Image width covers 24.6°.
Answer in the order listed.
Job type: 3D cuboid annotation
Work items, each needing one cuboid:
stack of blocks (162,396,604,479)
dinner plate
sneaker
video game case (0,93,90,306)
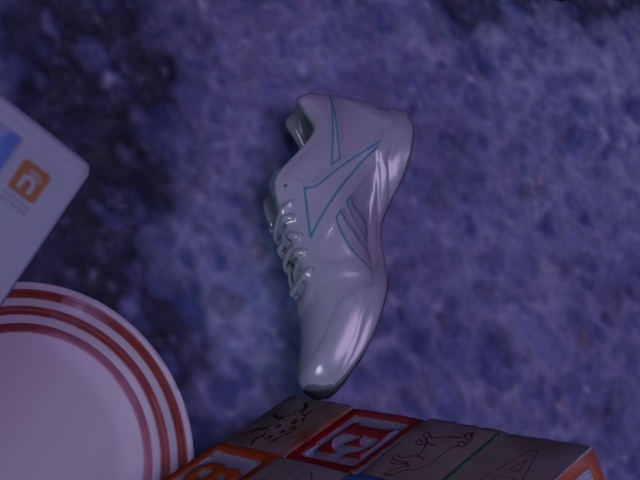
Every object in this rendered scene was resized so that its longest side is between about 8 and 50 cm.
[{"bbox_3d":[-0.048,0.170,0.496,0.297,0.171,0.087,-32,111,-34],"label":"stack of blocks"},{"bbox_3d":[-0.116,0.086,0.585,0.141,0.017,0.141,10,71,-30],"label":"dinner plate"},{"bbox_3d":[0.000,0.000,0.668,0.061,0.054,0.152,18,60,-16],"label":"sneaker"},{"bbox_3d":[-0.202,-0.004,0.456,0.212,0.023,0.193,40,76,-34],"label":"video game case"}]
